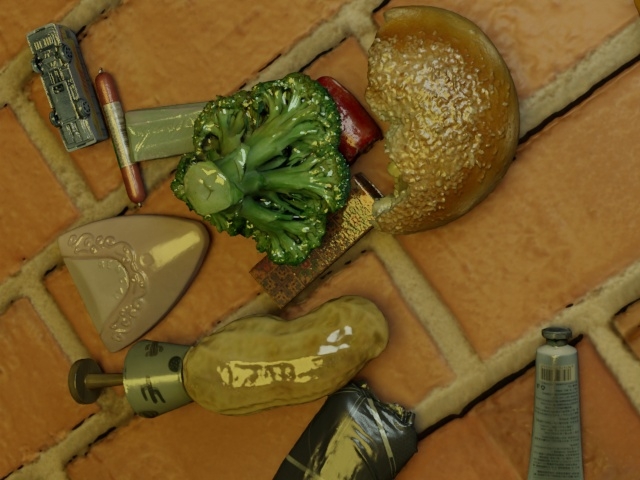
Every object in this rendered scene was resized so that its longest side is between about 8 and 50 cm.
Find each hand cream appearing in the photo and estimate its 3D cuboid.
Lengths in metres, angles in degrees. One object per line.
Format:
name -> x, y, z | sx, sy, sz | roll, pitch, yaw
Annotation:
hand cream -> 0.321, 0.246, 1.669 | 0.088, 0.055, 0.256 | 0, 99, 12

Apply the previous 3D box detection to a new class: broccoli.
broccoli -> -0.085, -0.098, 1.634 | 0.254, 0.269, 0.269 | 24, 103, 17

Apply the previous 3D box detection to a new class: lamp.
lamp -> -0.277, 0.210, 1.842 | 0.215, 0.121, 0.121 | -7, 94, 25

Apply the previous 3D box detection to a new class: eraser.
eraser -> -0.276, 0.037, 1.852 | 0.243, 0.059, 0.204 | -28, 86, 24

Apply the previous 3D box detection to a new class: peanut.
peanut -> -0.048, 0.165, 1.736 | 0.306, 0.147, 0.147 | -12, 92, 13

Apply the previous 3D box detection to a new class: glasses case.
glasses case -> 0.000, 0.000, 1.756 | 0.218, 0.049, 0.075 | -42, 87, 19

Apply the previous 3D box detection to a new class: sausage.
sausage -> -0.305, -0.157, 1.858 | 0.029, 0.029, 0.223 | -16, 90, 20

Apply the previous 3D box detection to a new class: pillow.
pillow -> 0.010, 0.365, 1.756 | 0.161, 0.092, 0.335 | 33, 94, 16

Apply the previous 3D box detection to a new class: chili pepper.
chili pepper -> 0.025, -0.172, 1.720 | 0.123, 0.070, 0.073 | 49, 125, 6

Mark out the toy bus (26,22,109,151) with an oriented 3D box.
toy bus -> -0.382, -0.233, 1.852 | 0.064, 0.075, 0.190 | -18, 91, 22

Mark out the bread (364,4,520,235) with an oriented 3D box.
bread -> 0.165, -0.153, 1.618 | 0.192, 0.171, 0.314 | 7, 99, 22

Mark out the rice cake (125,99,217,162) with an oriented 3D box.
rice cake -> -0.185, -0.168, 1.808 | 0.222, 0.042, 0.080 | -6, 90, 20

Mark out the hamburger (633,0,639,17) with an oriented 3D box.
hamburger -> 0.532, -0.345, 1.468 | 0.314, 0.170, 0.289 | 13, 106, 16
